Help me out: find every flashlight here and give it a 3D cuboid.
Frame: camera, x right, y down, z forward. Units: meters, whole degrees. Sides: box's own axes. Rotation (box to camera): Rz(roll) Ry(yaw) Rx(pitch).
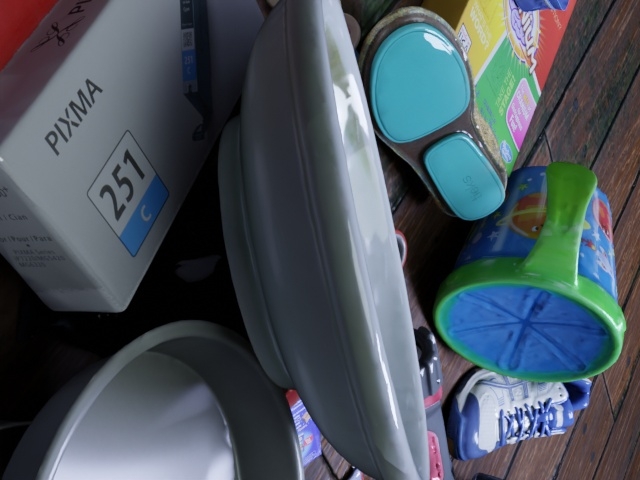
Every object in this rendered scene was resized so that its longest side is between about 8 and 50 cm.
[{"bbox_3d":[0.108,0.241,1.011,0.103,0.103,0.304,-96,175,-59],"label":"flashlight"}]

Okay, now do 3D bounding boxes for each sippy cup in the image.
[{"bbox_3d":[0.282,0.031,1.113,0.240,0.305,0.224,36,52,-20],"label":"sippy cup"}]

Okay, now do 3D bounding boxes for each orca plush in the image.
[{"bbox_3d":[-0.090,0.053,0.691,0.287,0.102,0.151,31,72,-52],"label":"orca plush"}]

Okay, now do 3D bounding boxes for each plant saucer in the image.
[{"bbox_3d":[0.000,0.000,0.652,0.400,0.100,0.401,-11,90,-83],"label":"plant saucer"}]

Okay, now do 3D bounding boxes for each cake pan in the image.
[{"bbox_3d":[-0.103,0.200,0.562,0.293,0.054,0.293,11,77,-60],"label":"cake pan"}]

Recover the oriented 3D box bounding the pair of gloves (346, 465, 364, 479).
[{"bbox_3d":[0.016,0.353,0.964,0.159,0.023,0.198,-35,124,-45],"label":"pair of gloves"}]

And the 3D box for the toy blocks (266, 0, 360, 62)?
[{"bbox_3d":[-0.009,-0.171,0.799,0.148,0.054,0.123,33,75,-62],"label":"toy blocks"}]

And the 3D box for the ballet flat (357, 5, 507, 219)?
[{"bbox_3d":[0.115,-0.146,0.929,0.348,0.123,0.123,48,58,-51],"label":"ballet flat"}]

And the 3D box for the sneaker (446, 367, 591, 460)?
[{"bbox_3d":[0.293,0.237,1.230,0.296,0.130,0.112,-21,115,-49],"label":"sneaker"}]

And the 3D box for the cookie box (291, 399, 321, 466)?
[{"bbox_3d":[-0.044,0.177,0.831,0.091,0.040,0.107,-24,117,-47],"label":"cookie box"}]

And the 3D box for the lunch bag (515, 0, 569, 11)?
[{"bbox_3d":[0.267,-0.323,1.026,0.098,0.065,0.067,28,74,-53],"label":"lunch bag"}]

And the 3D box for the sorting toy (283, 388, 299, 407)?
[{"bbox_3d":[-0.078,0.245,0.756,0.132,0.046,0.275,-3,105,-35],"label":"sorting toy"}]

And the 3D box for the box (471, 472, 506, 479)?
[{"bbox_3d":[0.348,0.477,1.153,0.395,0.293,0.212,46,60,-62],"label":"box"}]

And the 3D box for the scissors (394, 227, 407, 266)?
[{"bbox_3d":[0.020,-0.004,0.900,0.297,0.021,0.109,37,67,-51],"label":"scissors"}]

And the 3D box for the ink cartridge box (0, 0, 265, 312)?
[{"bbox_3d":[-0.153,-0.147,0.549,0.261,0.066,0.296,61,37,-41],"label":"ink cartridge box"}]

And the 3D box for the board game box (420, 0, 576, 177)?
[{"bbox_3d":[0.227,-0.278,1.091,0.242,0.064,0.317,49,58,-46],"label":"board game box"}]

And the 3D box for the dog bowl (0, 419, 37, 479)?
[{"bbox_3d":[-0.237,0.273,0.536,0.348,0.102,0.349,-14,107,-53],"label":"dog bowl"}]
